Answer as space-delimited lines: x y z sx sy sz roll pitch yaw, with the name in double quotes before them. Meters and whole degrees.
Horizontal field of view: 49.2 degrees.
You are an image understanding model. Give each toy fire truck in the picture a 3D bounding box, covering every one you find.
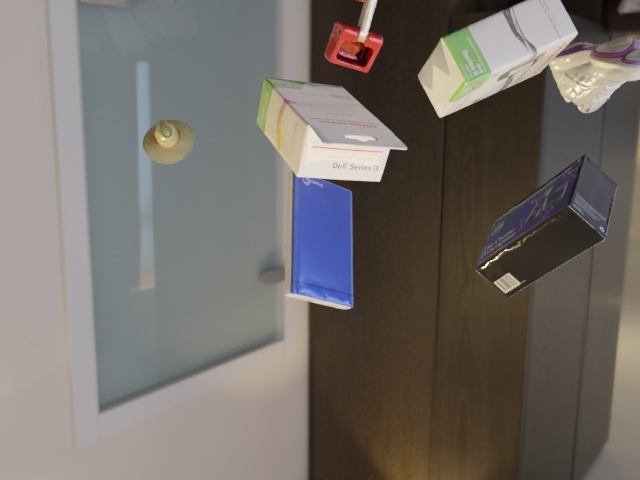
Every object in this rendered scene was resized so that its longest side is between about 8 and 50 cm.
"toy fire truck" 0.050 -0.291 0.735 0.047 0.192 0.135 11 -149 -19

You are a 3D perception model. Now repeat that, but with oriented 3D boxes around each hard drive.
"hard drive" 0.000 0.000 1.769 0.210 0.319 0.040 17 155 -41

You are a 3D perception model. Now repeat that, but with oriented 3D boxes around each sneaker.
"sneaker" 0.608 -0.349 1.493 0.114 0.152 0.305 -22 -162 -6

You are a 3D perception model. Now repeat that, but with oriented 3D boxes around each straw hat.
"straw hat" -0.390 -0.270 1.768 0.144 0.145 0.061 2 150 6

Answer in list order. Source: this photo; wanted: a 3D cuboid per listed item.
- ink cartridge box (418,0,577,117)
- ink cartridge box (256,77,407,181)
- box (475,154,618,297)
"ink cartridge box" 0.369 -0.391 1.479 0.272 0.115 0.198 -25 174 -9
"ink cartridge box" 0.015 -0.227 1.504 0.207 0.119 0.353 1 -149 -25
"box" 0.453 -0.025 1.410 0.261 0.103 0.184 -44 -174 46
